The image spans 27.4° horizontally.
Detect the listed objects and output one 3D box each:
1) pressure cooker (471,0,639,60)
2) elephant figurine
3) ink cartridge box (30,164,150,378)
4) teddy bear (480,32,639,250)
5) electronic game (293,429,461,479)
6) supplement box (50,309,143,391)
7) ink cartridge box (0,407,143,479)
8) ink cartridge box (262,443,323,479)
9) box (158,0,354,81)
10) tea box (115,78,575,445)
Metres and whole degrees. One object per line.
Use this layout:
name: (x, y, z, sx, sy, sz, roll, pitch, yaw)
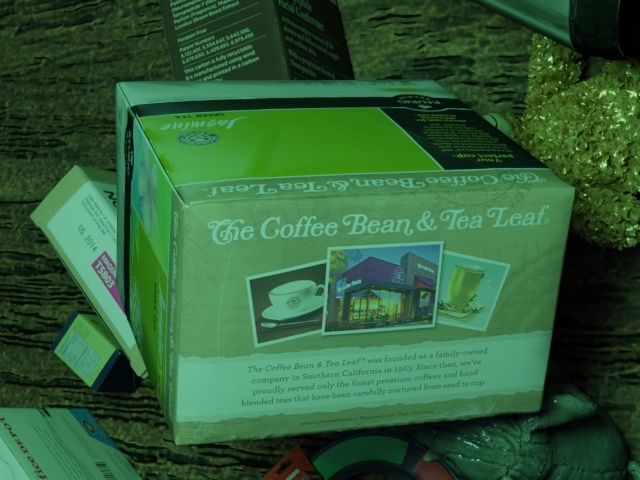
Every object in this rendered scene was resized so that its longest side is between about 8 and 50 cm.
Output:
pressure cooker: (0.176, -0.396, 1.200, 0.420, 0.370, 0.375, 32, 124, 22)
elephant figurine: (0.180, 0.196, 1.216, 0.186, 0.239, 0.169, -27, 72, 21)
ink cartridge box: (-0.175, 0.035, 1.434, 0.088, 0.193, 0.235, -45, 68, 18)
teddy bear: (0.266, -0.103, 1.285, 0.338, 0.113, 0.245, 5, 84, 26)
electronic game: (0.061, 0.311, 1.367, 0.229, 0.048, 0.229, -4, 81, 26)
supplement box: (-0.250, 0.129, 1.521, 0.083, 0.083, 0.056, 39, 100, 24)
ink cartridge box: (-0.302, 0.266, 1.463, 0.086, 0.203, 0.148, -48, 66, 13)
ink cartridge box: (-0.021, 0.276, 1.379, 0.063, 0.029, 0.115, -46, 60, 18)
box: (-0.081, -0.293, 1.435, 0.143, 0.191, 0.381, -19, 77, 23)
tea box: (0.000, 0.000, 1.179, 0.323, 0.329, 0.220, -127, 37, -62)
